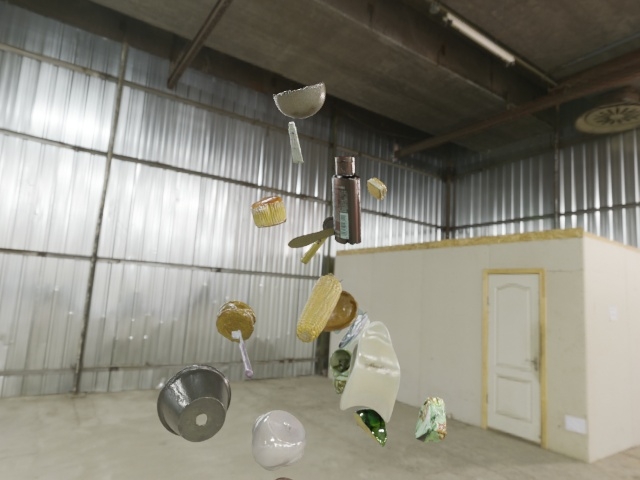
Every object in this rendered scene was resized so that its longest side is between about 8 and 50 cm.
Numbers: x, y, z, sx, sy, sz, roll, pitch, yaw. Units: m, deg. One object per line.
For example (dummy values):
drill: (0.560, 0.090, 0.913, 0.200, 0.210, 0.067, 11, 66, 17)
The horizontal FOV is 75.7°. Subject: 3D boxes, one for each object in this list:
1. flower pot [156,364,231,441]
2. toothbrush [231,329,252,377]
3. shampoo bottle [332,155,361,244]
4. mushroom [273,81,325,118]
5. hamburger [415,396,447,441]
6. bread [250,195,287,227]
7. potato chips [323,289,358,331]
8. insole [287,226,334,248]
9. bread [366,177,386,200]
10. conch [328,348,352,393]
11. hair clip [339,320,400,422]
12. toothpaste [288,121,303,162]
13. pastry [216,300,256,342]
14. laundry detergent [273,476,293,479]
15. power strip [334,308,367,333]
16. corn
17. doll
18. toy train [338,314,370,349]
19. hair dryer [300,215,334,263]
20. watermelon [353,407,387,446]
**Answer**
flower pot: (-0.433, 0.597, 1.454, 0.268, 0.269, 0.166, 6, 4, -24)
toothbrush: (-0.225, 0.310, 1.162, 0.029, 0.024, 0.354, -1, 5, -16)
shampoo bottle: (0.097, -0.150, 1.538, 0.084, 0.323, 0.129, -14, 19, -34)
mushroom: (-0.071, -0.500, 1.484, 0.188, 0.117, 0.141, -5, 12, 13)
hamburger: (0.553, 0.903, 2.067, 0.125, 0.214, 0.235, 15, -49, 6)
bread: (-0.202, -0.114, 1.600, 0.132, 0.114, 0.190, -17, 7, -7)
potato chips: (0.053, 0.297, 1.704, 0.208, 0.195, 0.062, -34, -31, -10)
insole: (-0.034, -0.010, 1.758, 0.253, 0.005, 0.086, -19, -35, 25)
bread: (0.331, -0.301, 2.378, 0.106, 0.082, 0.125, 34, -18, 29)
conch: (0.112, 0.618, 1.917, 0.187, 0.181, 0.124, 31, -25, 14)
hair clip: (0.166, 0.403, 1.309, 0.172, 0.282, 0.113, 21, -46, -13)
toothpaste: (-0.120, -0.454, 1.939, 0.052, 0.033, 0.218, 4, -44, 13)
pastry: (-0.395, 0.377, 1.930, 0.188, 0.189, 0.103, 3, 25, 2)
laundry detergent: (-0.103, 0.904, 1.422, 0.237, 0.171, 0.076, -37, -22, 22)
power strip: (0.153, 0.384, 1.999, 0.044, 0.137, 0.216, 43, -38, -13)
corn: (-0.001, 0.233, 1.438, 0.106, 0.106, 0.305, 1, 32, 19)
doll: (-0.172, 0.755, 1.514, 0.221, 0.221, 0.251, 1, -3, 17)
toy train: (0.146, 0.410, 1.800, 0.052, 0.051, 0.234, -14, 20, 36)
hair dryer: (0.000, 0.000, 2.037, 0.090, 0.279, 0.135, 39, 4, 2)
watermelon: (0.230, 0.874, 1.970, 0.123, 0.129, 0.301, 2, -9, -15)
